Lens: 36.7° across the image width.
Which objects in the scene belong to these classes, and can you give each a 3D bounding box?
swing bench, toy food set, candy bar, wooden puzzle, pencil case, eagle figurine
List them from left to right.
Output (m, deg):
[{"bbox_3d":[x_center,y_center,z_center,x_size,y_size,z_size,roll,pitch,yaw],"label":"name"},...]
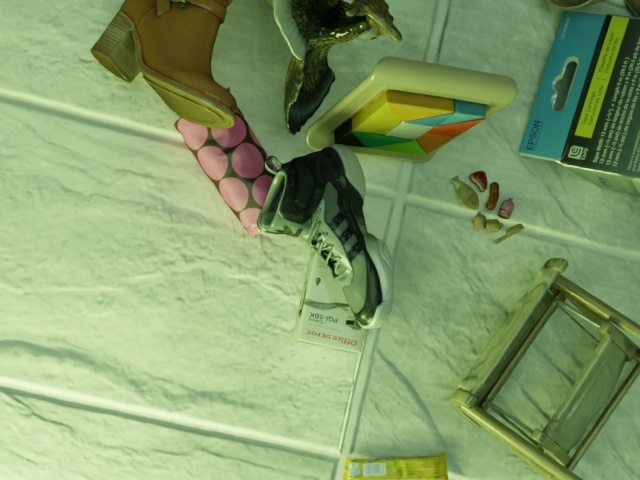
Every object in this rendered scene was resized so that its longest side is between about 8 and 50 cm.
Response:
[{"bbox_3d":[-0.118,-0.114,1.394,0.098,0.095,0.209,-34,95,-24],"label":"pencil case"},{"bbox_3d":[-0.007,-0.287,1.306,0.225,0.298,0.226,35,65,-25],"label":"eagle figurine"},{"bbox_3d":[0.113,0.339,1.435,0.161,0.018,0.040,0,82,-9],"label":"candy bar"},{"bbox_3d":[0.122,-0.168,1.344,0.220,0.238,0.044,5,68,-25],"label":"wooden puzzle"},{"bbox_3d":[0.259,-0.057,1.491,0.078,0.019,0.122,-29,83,-11],"label":"toy food set"},{"bbox_3d":[0.352,0.203,1.418,0.254,0.165,0.253,38,81,0],"label":"swing bench"}]

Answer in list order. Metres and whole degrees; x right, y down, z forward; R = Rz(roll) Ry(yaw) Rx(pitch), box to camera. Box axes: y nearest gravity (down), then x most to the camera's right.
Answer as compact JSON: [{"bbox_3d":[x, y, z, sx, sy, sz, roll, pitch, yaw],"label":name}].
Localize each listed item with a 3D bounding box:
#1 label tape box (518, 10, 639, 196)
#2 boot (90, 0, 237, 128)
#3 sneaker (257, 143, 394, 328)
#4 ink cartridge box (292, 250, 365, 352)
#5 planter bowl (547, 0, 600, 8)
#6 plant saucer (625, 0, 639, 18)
[{"bbox_3d":[0.511,-0.197,1.471,0.347,0.115,0.249,16,85,30],"label":"label tape box"},{"bbox_3d":[-0.167,-0.289,1.341,0.283,0.109,0.220,31,78,38],"label":"boot"},{"bbox_3d":[0.000,0.000,1.327,0.153,0.101,0.269,-7,75,-31],"label":"sneaker"},{"bbox_3d":[0.023,0.091,1.418,0.099,0.056,0.135,13,83,-10],"label":"ink cartridge box"},{"bbox_3d":[0.420,-0.441,1.487,0.109,0.162,0.162,-11,88,-37],"label":"planter bowl"},{"bbox_3d":[0.593,-0.458,1.462,0.050,0.310,0.311,-19,89,-42],"label":"plant saucer"}]
